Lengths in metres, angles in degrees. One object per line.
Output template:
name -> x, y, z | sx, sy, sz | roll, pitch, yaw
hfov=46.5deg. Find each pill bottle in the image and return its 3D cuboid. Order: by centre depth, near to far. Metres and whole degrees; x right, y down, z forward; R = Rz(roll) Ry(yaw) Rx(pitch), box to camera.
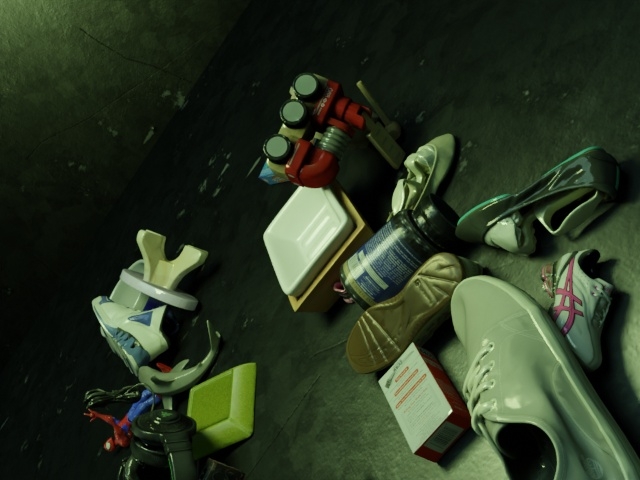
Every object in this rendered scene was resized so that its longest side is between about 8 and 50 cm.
pill bottle -> 0.146, 0.023, 1.313 | 0.219, 0.123, 0.123 | -44, 31, 22

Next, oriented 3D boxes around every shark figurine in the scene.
shark figurine -> -0.353, 0.322, 1.824 | 0.278, 0.116, 0.166 | -30, 53, 19

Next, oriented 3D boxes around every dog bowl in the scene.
dog bowl -> -0.568, 0.198, 2.311 | 0.265, 0.104, 0.265 | -39, 34, 32

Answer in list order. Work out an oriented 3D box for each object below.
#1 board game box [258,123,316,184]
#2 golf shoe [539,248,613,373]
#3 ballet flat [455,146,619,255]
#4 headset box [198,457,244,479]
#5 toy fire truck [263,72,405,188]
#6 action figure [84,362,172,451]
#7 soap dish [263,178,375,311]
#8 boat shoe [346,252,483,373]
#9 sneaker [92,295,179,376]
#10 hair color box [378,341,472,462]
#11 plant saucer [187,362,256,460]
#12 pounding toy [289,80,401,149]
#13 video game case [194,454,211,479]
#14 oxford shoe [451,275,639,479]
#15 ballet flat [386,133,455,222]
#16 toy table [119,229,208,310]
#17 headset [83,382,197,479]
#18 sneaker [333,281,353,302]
board game box -> -0.074, -0.259, 2.023 | 0.160, 0.047, 0.210 | -3, 61, 58
golf shoe -> 0.348, 0.086, 0.989 | 0.086, 0.067, 0.186 | -35, 36, 34
ballet flat -> 0.323, -0.040, 1.133 | 0.280, 0.095, 0.096 | -34, 49, 38
headset box -> -0.203, 0.474, 1.478 | 0.032, 0.083, 0.062 | 0, 62, 59
toy fire truck -> 0.039, -0.197, 1.535 | 0.158, 0.246, 0.217 | 57, -123, -75
action figure -> -0.519, 0.441, 1.973 | 0.280, 0.139, 0.091 | -56, 27, 11
soap dish -> 0.000, 0.000, 1.578 | 0.229, 0.118, 0.291 | -51, 29, 14
boat shoe -> 0.157, 0.132, 1.252 | 0.285, 0.089, 0.104 | -44, 57, 30
sneaker -> -0.500, 0.244, 2.082 | 0.182, 0.127, 0.315 | -28, 37, -24
hair color box -> 0.160, 0.247, 1.151 | 0.093, 0.053, 0.167 | -52, 30, 15
plant saucer -> -0.228, 0.365, 1.624 | 0.188, 0.045, 0.188 | -28, 38, 24
pounding toy -> 0.057, -0.299, 1.683 | 0.154, 0.269, 0.155 | -67, -4, -70
video game case -> -0.328, 0.578, 1.629 | 0.248, 0.035, 0.275 | -41, 33, 29
oxford shoe -> 0.244, 0.191, 0.944 | 0.449, 0.130, 0.169 | -111, 20, -55
ballet flat -> 0.188, -0.114, 1.425 | 0.086, 0.086, 0.248 | -6, 57, 56
toy table -> -0.431, 0.076, 2.094 | 0.274, 0.252, 0.161 | 20, 88, 27
headset -> -0.364, 0.447, 1.530 | 0.394, 0.185, 0.243 | 56, 133, 46
sneaker -> 0.073, 0.079, 1.450 | 0.119, 0.057, 0.047 | -37, 33, 33
